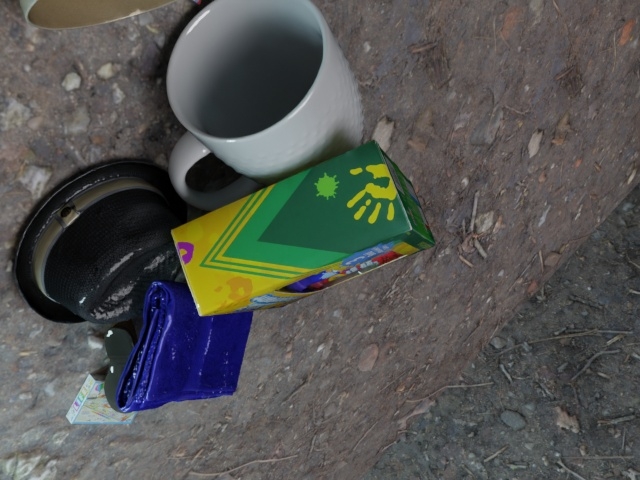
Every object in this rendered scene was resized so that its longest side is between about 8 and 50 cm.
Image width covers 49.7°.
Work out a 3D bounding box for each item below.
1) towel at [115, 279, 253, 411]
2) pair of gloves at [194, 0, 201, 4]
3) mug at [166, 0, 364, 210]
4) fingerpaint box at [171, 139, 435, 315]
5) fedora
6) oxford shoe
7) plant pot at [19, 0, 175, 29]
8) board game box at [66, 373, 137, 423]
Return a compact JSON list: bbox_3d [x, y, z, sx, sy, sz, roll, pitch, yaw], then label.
[{"bbox_3d":[-0.224,0.194,1.258,0.308,0.076,0.227,17,91,-66],"label":"towel"},{"bbox_3d":[-0.224,-0.457,1.042,0.159,0.023,0.198,1,113,-47],"label":"pair of gloves"},{"bbox_3d":[-0.100,-0.196,1.201,0.374,0.276,0.328,-41,154,3],"label":"mug"},{"bbox_3d":[0.000,0.000,1.282,0.371,0.163,0.445,-22,171,11],"label":"fingerpaint box"},{"bbox_3d":[-0.341,0.032,1.193,0.334,0.152,0.334,-29,138,-31],"label":"fedora"},{"bbox_3d":[-0.385,0.249,1.376,0.076,0.076,0.212,7,113,-3],"label":"oxford shoe"},{"bbox_3d":[-0.265,-0.408,0.867,0.284,0.284,0.191,-26,101,-34],"label":"plant pot"},{"bbox_3d":[-0.435,0.331,1.435,0.154,0.026,0.103,22,101,-54],"label":"board game box"}]
